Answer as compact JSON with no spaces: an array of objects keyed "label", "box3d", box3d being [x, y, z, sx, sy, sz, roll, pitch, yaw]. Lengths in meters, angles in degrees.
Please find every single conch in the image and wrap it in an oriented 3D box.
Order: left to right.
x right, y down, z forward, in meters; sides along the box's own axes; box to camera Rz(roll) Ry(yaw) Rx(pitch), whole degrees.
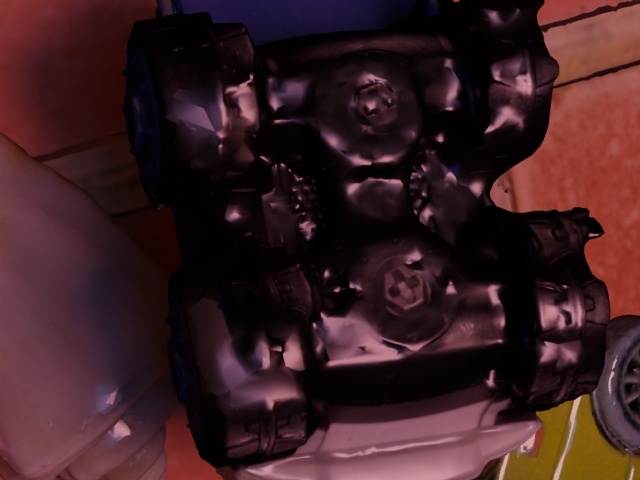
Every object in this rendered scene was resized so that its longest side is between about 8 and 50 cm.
[{"label":"conch","box3d":[-0.114,0.032,0.725,0.104,0.094,0.176,-37,84,-5]}]

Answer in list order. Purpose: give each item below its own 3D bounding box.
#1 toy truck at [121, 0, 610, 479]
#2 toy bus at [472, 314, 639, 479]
[{"label":"toy truck","box3d":[0.000,0.000,0.693,0.161,0.177,0.213,-7,78,-19]},{"label":"toy bus","box3d":[0.159,0.141,0.820,0.312,0.152,0.190,18,84,-28]}]
